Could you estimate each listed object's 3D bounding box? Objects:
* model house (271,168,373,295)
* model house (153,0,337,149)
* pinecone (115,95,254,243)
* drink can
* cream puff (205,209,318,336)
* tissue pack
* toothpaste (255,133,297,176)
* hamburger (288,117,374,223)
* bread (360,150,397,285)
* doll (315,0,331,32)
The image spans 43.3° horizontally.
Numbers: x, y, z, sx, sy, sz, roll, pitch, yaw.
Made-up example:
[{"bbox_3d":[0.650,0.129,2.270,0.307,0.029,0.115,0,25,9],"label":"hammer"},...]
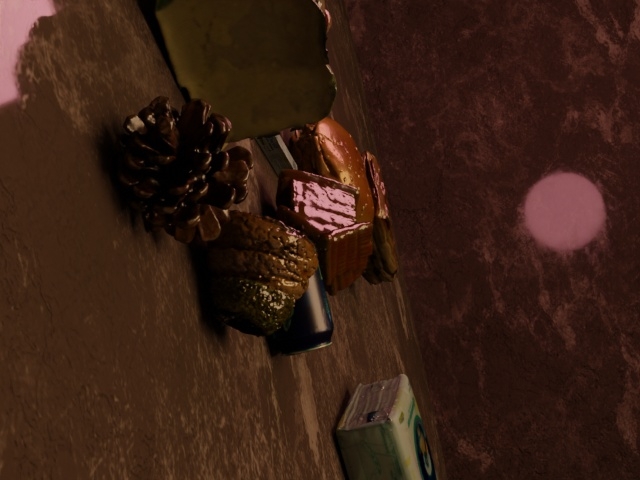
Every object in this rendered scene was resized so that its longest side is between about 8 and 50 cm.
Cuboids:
[{"bbox_3d":[0.000,-0.001,1.633,0.229,0.220,0.199,-90,-168,-49],"label":"model house"},{"bbox_3d":[-0.113,-0.361,1.362,0.266,0.261,0.321,-92,168,-52],"label":"model house"},{"bbox_3d":[-0.174,-0.097,1.031,0.195,0.150,0.179,50,34,-58],"label":"pinecone"},{"bbox_3d":[-0.047,0.101,1.455,0.118,0.118,0.204,4,72,-78],"label":"drink can"},{"bbox_3d":[-0.105,0.063,1.202,0.183,0.184,0.168,55,49,-60],"label":"cream puff"},{"bbox_3d":[0.170,0.539,1.843,0.287,0.162,0.387,-43,118,-73],"label":"tissue pack"},{"bbox_3d":[-0.093,-0.191,1.753,0.164,0.046,0.034,59,23,-55],"label":"toothpaste"},{"bbox_3d":[0.024,-0.152,1.965,0.314,0.170,0.289,47,24,-63],"label":"hamburger"},{"bbox_3d":[0.116,-0.056,2.275,0.324,0.167,0.277,75,7,-55],"label":"bread"},{"bbox_3d":[-0.110,-0.608,1.885,0.174,0.235,0.329,0,-66,61],"label":"doll"}]
